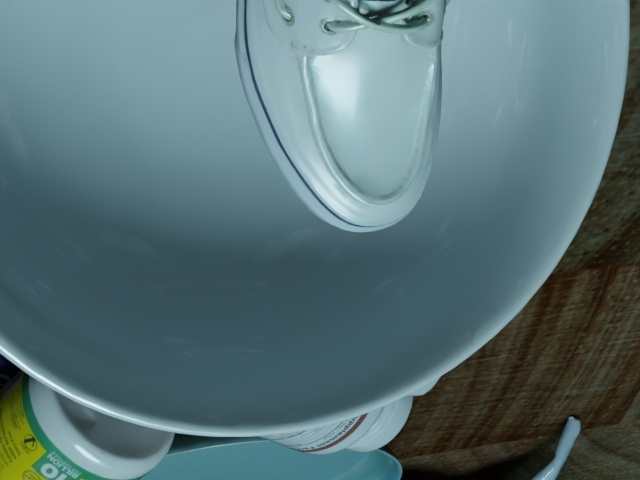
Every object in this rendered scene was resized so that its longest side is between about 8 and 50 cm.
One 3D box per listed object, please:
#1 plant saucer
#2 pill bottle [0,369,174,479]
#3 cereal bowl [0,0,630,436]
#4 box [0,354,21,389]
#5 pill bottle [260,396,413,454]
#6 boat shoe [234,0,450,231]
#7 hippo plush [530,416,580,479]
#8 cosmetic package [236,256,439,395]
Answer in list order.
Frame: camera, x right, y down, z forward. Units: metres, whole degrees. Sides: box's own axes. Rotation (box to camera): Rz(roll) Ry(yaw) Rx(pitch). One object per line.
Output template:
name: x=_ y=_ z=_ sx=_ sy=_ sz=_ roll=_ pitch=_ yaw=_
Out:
plant saucer: x=-0.082 y=0.224 z=1.115 sx=0.318 sy=0.043 sz=0.317 roll=-7 pitch=152 yaw=-4
pill bottle: x=-0.213 y=0.167 z=0.883 sx=0.117 sy=0.117 sz=0.208 roll=20 pitch=131 yaw=-40
cereal bowl: x=-0.036 y=-0.087 z=0.551 sx=0.339 sy=0.141 sz=0.339 roll=-5 pitch=104 yaw=-19
box: x=-0.274 y=0.120 z=0.932 sx=0.136 sy=0.036 sz=0.225 roll=-30 pitch=144 yaw=22
pill bottle: x=-0.023 y=0.096 z=0.912 sx=0.121 sy=0.121 sz=0.216 roll=-31 pitch=143 yaw=24
boat shoe: x=0.008 y=-0.105 z=0.445 sx=0.083 sy=0.076 sz=0.226 roll=-17 pitch=109 yaw=-16
hippo plush: x=0.144 y=0.362 z=1.256 sx=0.237 sy=0.234 sz=0.294 roll=2 pitch=143 yaw=-24
cosmetic package: x=0.000 y=0.000 z=0.753 sx=0.184 sy=0.151 sz=0.151 roll=2 pitch=143 yaw=-23
